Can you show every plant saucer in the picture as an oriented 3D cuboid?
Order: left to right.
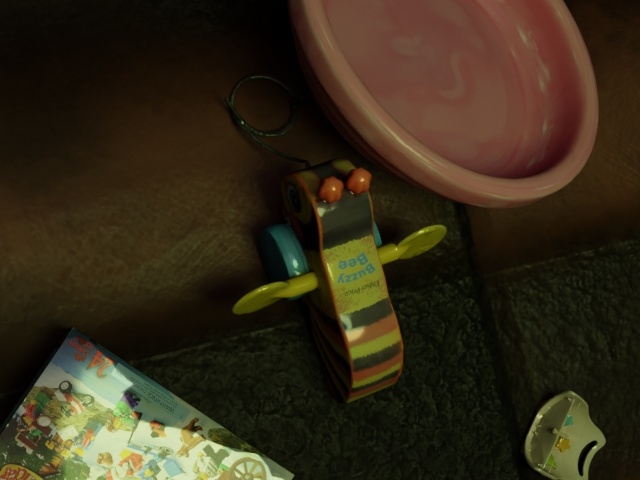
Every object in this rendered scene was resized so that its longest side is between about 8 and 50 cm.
[{"bbox_3d":[0.101,-0.170,1.126,0.332,0.084,0.332,19,54,-28],"label":"plant saucer"}]

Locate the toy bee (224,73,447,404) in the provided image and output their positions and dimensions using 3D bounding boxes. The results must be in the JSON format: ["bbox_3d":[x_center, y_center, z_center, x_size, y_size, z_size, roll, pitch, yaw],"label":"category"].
[{"bbox_3d":[0.000,0.000,1.082,0.195,0.162,0.298,-41,98,-17],"label":"toy bee"}]

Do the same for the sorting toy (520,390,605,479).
[{"bbox_3d":[0.238,0.197,1.206,0.075,0.045,0.083,34,74,-20],"label":"sorting toy"}]

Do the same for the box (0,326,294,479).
[{"bbox_3d":[-0.160,0.203,1.063,0.233,0.044,0.159,35,74,-12],"label":"box"}]
